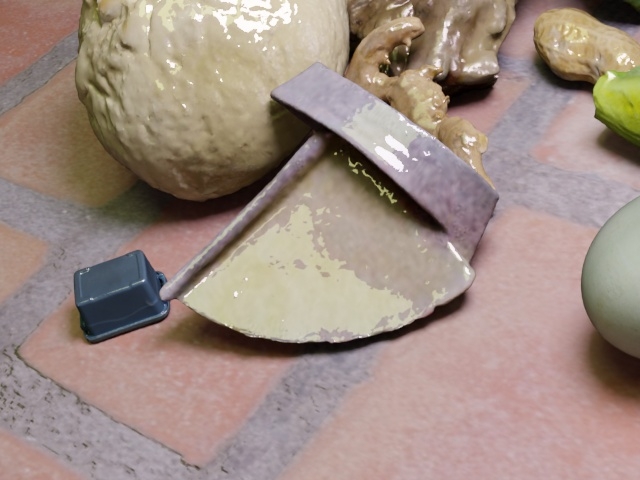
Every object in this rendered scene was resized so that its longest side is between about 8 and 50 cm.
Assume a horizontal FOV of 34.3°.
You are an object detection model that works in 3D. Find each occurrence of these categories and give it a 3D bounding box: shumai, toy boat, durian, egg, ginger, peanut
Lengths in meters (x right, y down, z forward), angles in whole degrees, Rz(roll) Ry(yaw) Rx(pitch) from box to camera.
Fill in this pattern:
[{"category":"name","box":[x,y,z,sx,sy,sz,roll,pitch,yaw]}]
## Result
[{"category":"shumai","box":[0.142,-0.289,1.305,0.346,0.217,0.283,-21,72,19]},{"category":"toy boat","box":[0.029,-0.016,1.036,0.276,0.111,0.293,23,82,15]},{"category":"durian","box":[0.406,-0.142,1.053,0.250,0.101,0.139,-1,44,20]},{"category":"egg","box":[0.312,0.024,0.870,0.192,0.149,0.149,-26,42,-10]},{"category":"ginger","box":[0.102,-0.117,1.143,0.149,0.065,0.258,-40,64,26]},{"category":"peanut","box":[0.309,-0.212,1.187,0.080,0.080,0.174,-34,46,-17]}]

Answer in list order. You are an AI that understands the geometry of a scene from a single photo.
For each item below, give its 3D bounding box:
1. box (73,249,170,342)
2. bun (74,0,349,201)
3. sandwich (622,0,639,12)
[{"category":"box","box":[-0.215,0.055,1.103,0.099,0.054,0.074,-19,39,0]},{"category":"bun","box":[-0.147,-0.231,1.194,0.349,0.227,0.352,12,76,40]},{"category":"sandwich","box":[0.424,-0.345,1.239,0.301,0.250,0.162,15,94,21]}]
